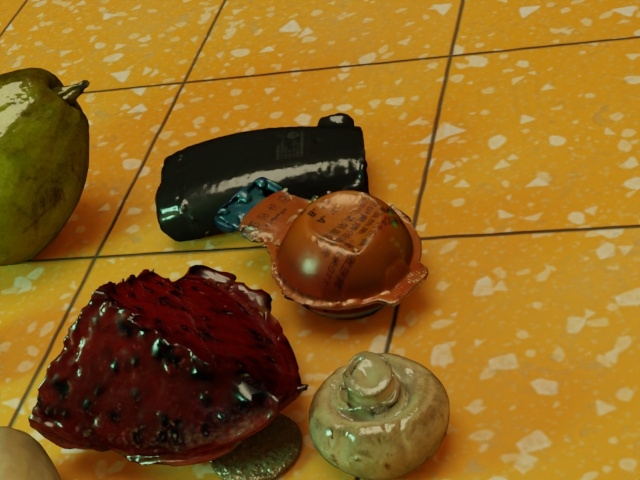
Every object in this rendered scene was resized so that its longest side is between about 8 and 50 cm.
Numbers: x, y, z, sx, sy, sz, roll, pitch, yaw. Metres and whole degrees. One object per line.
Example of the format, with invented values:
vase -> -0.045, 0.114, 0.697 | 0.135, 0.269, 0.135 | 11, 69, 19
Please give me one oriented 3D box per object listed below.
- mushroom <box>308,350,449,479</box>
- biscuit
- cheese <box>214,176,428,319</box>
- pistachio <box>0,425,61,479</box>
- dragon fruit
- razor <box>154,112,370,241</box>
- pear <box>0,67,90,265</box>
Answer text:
mushroom -> 0.065, 0.200, 1.471 | 0.166, 0.127, 0.166 | -15, 40, 13
biscuit -> -0.079, 0.254, 1.548 | 0.120, 0.015, 0.120 | -11, 36, 8
cheese -> 0.000, 0.000, 1.732 | 0.329, 0.129, 0.217 | 26, 53, 33
pistachio -> -0.377, 0.316, 1.508 | 0.145, 0.117, 0.200 | 20, 26, -15
dragon fruit -> -0.165, 0.180, 1.619 | 0.286, 0.228, 0.329 | 27, 14, 5
razor -> -0.087, -0.097, 1.930 | 0.327, 0.107, 0.189 | -11, 38, 7
pear -> -0.487, -0.120, 1.943 | 0.375, 0.287, 0.287 | -42, 34, 15
